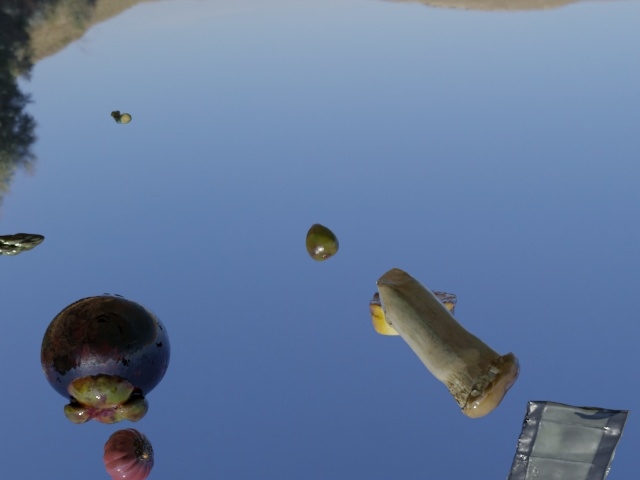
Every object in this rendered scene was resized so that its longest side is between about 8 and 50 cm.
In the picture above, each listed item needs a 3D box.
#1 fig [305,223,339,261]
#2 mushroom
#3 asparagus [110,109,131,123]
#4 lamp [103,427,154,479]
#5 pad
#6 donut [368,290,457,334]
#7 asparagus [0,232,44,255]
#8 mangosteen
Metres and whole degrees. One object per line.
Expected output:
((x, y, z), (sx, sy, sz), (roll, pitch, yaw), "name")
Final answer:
((0.000, 0.000, 1.665), (0.074, 0.074, 0.088), (-12, -114, -18), "fig")
((0.134, 0.104, 0.844), (0.084, 0.071, 0.209), (-44, -122, 0), "mushroom")
((-0.264, -0.162, 0.985), (0.015, 0.018, 0.127), (16, -176, -23), "asparagus")
((-0.365, 0.411, 1.422), (0.092, 0.107, 0.107), (-26, -164, 18), "lamp")
((0.429, 0.370, 1.304), (0.174, 0.233, 0.022), (6, -146, 4), "pad")
((0.180, 0.143, 1.439), (0.174, 0.074, 0.190), (-1, -176, -2), "donut")
((-0.425, 0.000, 0.808), (0.236, 0.034, 0.027), (5, 160, -18), "asparagus")
((-0.334, 0.183, 1.162), (0.210, 0.210, 0.210), (-4, -159, 2), "mangosteen")
